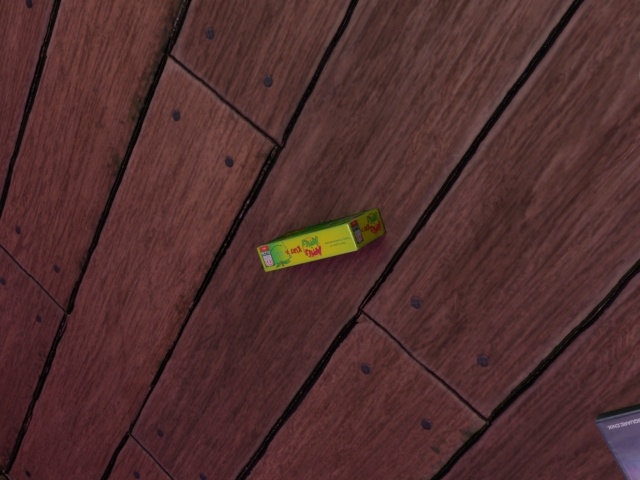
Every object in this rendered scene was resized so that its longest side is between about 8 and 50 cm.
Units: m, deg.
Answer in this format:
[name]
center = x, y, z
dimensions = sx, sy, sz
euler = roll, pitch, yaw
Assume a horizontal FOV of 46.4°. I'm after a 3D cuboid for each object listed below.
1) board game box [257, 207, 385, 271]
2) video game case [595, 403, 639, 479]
[board game box]
center = 0.000, 0.000, 1.166
dimensions = 0.181, 0.092, 0.043
euler = -14, 98, 36
[video game case]
center = 0.519, 0.332, 0.988
dimensions = 0.196, 0.026, 0.274
euler = -28, 90, 37
